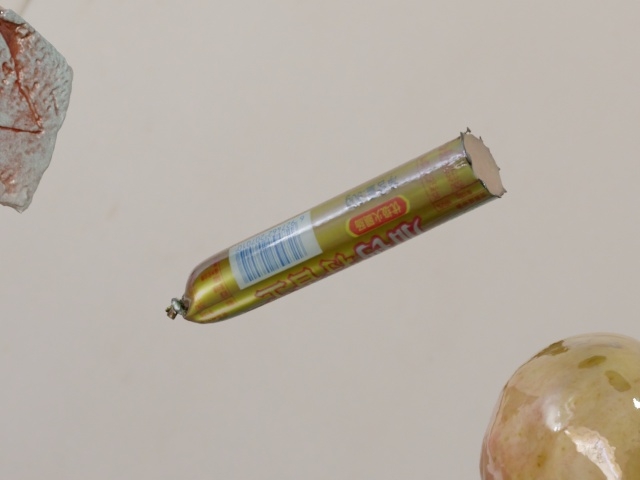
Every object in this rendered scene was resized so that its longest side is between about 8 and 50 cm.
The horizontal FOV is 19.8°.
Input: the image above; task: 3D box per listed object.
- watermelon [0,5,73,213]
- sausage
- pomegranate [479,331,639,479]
[{"bbox_3d":[-0.346,-0.153,1.809,0.201,0.213,0.261,18,-3,-7],"label":"watermelon"},{"bbox_3d":[0.000,0.000,1.809,0.082,0.371,0.082,52,22,-32],"label":"sausage"},{"bbox_3d":[0.209,0.159,1.372,0.191,0.191,0.191,28,24,-14],"label":"pomegranate"}]
